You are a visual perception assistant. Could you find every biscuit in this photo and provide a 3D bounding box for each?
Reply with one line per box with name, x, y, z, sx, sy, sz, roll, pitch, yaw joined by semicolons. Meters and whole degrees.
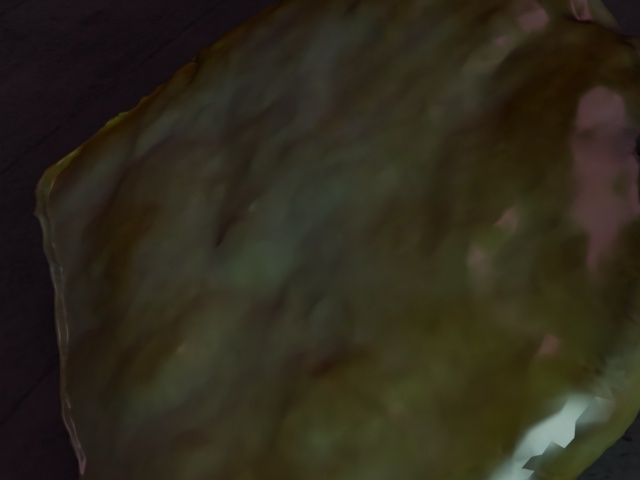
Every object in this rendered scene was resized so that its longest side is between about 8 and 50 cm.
biscuit;0.001;0.001;0.544;0.446;0.104;0.429;-36;49;10
